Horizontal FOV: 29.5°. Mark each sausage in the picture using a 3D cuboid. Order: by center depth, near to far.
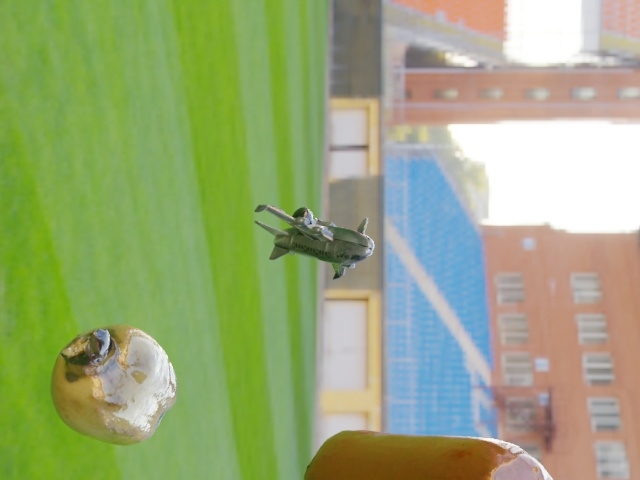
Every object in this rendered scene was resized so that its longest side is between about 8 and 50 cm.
[{"bbox_3d":[0.054,0.143,0.666,0.197,0.076,0.076,-11,-103,59],"label":"sausage"}]

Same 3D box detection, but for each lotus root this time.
[{"bbox_3d":[-0.223,0.149,1.291,0.221,0.118,0.125,63,41,-60],"label":"lotus root"}]

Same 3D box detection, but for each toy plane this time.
[{"bbox_3d":[0.000,0.000,0.711,0.078,0.083,0.031,41,61,-39],"label":"toy plane"}]
